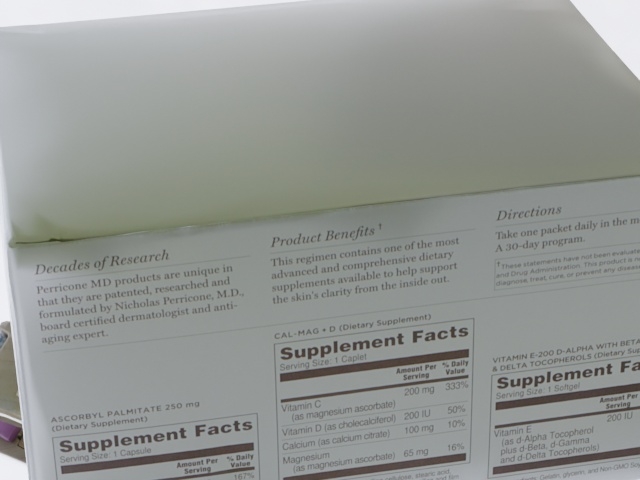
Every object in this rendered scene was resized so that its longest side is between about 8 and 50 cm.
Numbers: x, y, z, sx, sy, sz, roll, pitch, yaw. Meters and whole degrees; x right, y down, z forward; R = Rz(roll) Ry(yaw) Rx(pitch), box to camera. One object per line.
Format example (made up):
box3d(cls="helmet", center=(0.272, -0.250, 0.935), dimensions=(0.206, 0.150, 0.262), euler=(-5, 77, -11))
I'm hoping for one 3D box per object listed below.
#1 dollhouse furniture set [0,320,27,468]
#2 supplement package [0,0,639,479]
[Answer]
box3d(cls="dollhouse furniture set", center=(-0.281, 0.114, 0.870), dimensions=(0.198, 0.303, 0.286), euler=(24, -102, 23))
box3d(cls="supplement package", center=(0.000, 0.000, 0.747), dimensions=(0.262, 0.145, 0.204), euler=(-6, -150, -10))
